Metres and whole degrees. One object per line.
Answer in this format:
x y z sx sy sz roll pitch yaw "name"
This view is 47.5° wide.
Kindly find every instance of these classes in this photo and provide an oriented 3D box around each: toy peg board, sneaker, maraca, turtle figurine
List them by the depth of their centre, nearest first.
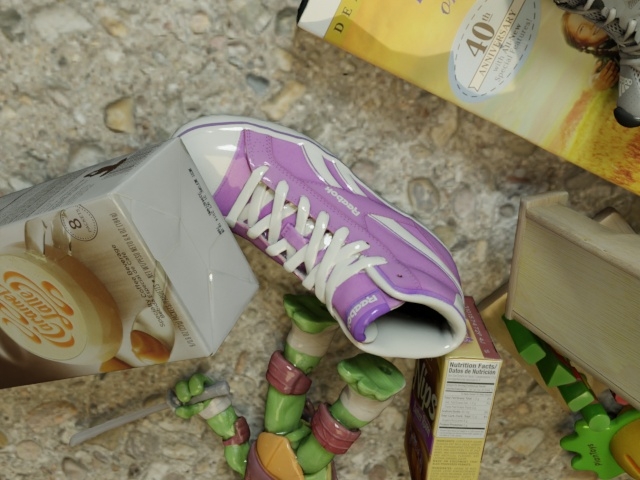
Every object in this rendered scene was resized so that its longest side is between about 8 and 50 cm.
0.202 -0.142 0.491 0.228 0.086 0.132 5 117 -6 "sneaker"
0.001 -0.001 0.579 0.282 0.161 0.102 25 114 -12 "sneaker"
-0.066 0.190 0.648 0.274 0.198 0.266 23 109 -16 "turtle figurine"
0.259 0.086 0.673 0.160 0.079 0.161 -40 111 16 "toy peg board"
0.337 0.200 0.723 0.185 0.099 0.127 -16 124 25 "maraca"

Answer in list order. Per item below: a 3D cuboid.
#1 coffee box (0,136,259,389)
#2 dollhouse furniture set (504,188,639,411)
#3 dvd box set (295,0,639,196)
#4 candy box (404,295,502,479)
-0.195 0.027 0.576 0.246 0.098 0.141 -14 116 28 "coffee box"
0.294 0.023 0.566 0.241 0.161 0.212 -12 119 -24 "dollhouse furniture set"
0.232 -0.210 0.540 0.420 0.062 0.308 24 112 -13 "dvd box set"
0.119 0.157 0.686 0.053 0.109 0.187 4 115 -4 "candy box"
